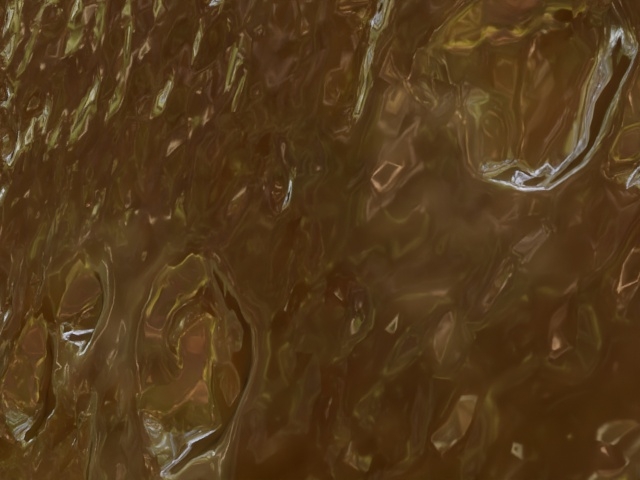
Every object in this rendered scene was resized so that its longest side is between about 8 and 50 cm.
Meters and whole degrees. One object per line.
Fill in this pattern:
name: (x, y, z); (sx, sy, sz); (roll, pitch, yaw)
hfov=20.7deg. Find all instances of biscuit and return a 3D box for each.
biscuit: (0.002, 0.001, 0.447); (0.062, 0.385, 0.365); (17, -39, -35)
